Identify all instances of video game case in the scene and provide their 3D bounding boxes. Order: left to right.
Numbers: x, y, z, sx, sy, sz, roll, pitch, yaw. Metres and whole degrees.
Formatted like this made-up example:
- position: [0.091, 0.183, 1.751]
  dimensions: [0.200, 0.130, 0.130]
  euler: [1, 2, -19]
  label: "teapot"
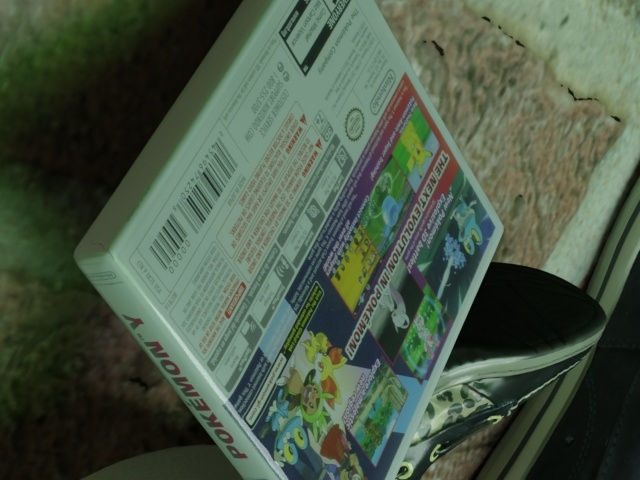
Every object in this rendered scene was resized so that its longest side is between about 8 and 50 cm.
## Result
- position: [0.000, 0.000, 0.658]
  dimensions: [0.183, 0.023, 0.201]
  euler: [57, 44, -31]
  label: "video game case"

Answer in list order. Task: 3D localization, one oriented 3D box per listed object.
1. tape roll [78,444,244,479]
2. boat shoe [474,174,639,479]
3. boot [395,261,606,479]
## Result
- position: [-0.079, 0.282, 0.697]
  dimensions: [0.392, 0.072, 0.392]
  euler: [-26, 126, -43]
  label: "tape roll"
- position: [0.245, 0.091, 1.053]
  dimensions: [0.187, 0.156, 0.500]
  euler: [27, 93, -55]
  label: "boat shoe"
- position: [0.043, 0.116, 0.874]
  dimensions: [0.236, 0.085, 0.179]
  euler: [-17, 132, -35]
  label: "boot"
